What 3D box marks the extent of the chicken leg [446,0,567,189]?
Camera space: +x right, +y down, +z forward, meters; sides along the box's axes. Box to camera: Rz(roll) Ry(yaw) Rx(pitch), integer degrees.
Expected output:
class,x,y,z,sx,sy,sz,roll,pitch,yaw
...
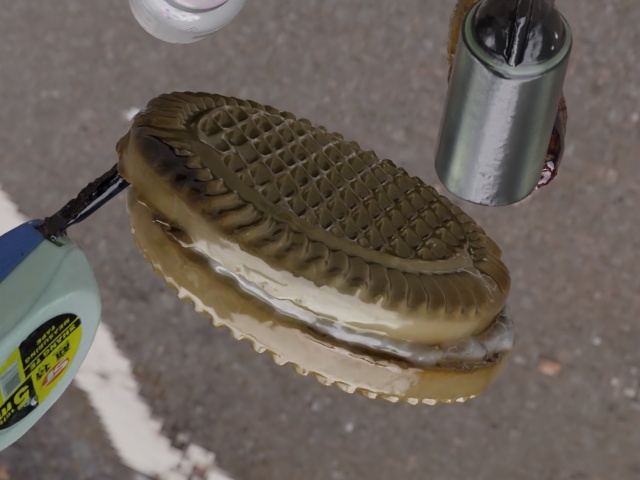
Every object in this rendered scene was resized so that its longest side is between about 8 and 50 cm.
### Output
class,x,y,z,sx,sy,sz,roll,pitch,yaw
chicken leg,0.182,-0.186,1.633,0.083,0.177,0.322,5,138,29

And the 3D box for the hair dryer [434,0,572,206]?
class,x,y,z,sx,sy,sz,roll,pitch,yaw
hair dryer,0.145,-0.175,1.221,0.078,0.248,0.195,13,144,4

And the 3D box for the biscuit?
class,x,y,z,sx,sy,sz,roll,pitch,yaw
biscuit,0.000,0.000,1.017,0.259,0.259,0.079,25,111,-2

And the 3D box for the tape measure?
class,x,y,z,sx,sy,sz,roll,pitch,yaw
tape measure,-0.248,0.044,1.587,0.098,0.351,0.215,36,156,18

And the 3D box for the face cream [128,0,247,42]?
class,x,y,z,sx,sy,sz,roll,pitch,yaw
face cream,-0.088,-0.176,1.177,0.082,0.082,0.269,29,-179,-9
